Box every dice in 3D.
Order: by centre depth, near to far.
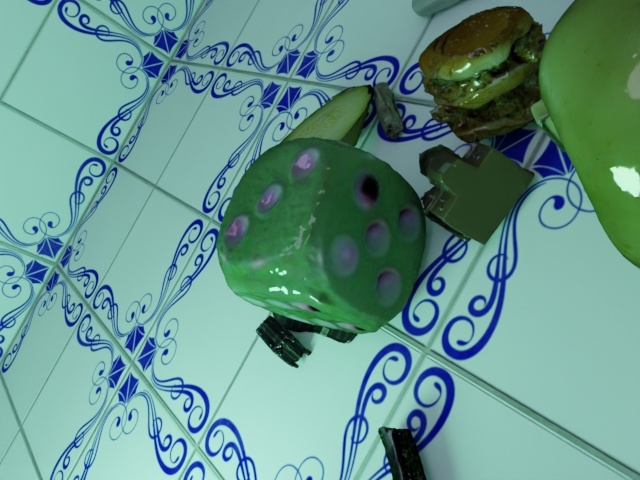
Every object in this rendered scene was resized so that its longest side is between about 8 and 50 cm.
[{"bbox_3d":[0.000,0.000,1.384,0.322,0.318,0.330,1,65,48],"label":"dice"}]

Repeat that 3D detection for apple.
[{"bbox_3d":[0.517,-0.178,0.838,0.474,0.474,0.473,-27,48,35],"label":"apple"}]

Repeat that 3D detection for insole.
[{"bbox_3d":[-0.015,0.174,1.549,0.309,0.012,0.110,15,77,52],"label":"insole"}]

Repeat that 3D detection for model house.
[{"bbox_3d":[0.258,-0.123,1.335,0.180,0.176,0.248,-56,21,4],"label":"model house"}]

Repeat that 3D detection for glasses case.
[{"bbox_3d":[0.324,-0.624,1.645,0.233,0.059,0.092,-12,56,43],"label":"glasses case"}]

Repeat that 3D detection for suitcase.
[{"bbox_3d":[-0.088,0.229,1.535,0.059,0.086,0.126,-46,37,-6],"label":"suitcase"}]

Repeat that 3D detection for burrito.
[{"bbox_3d":[0.165,-0.318,1.639,0.058,0.045,0.188,121,149,-46],"label":"burrito"}]

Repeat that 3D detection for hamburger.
[{"bbox_3d":[0.334,-0.334,1.313,0.261,0.211,0.245,12,56,51],"label":"hamburger"}]

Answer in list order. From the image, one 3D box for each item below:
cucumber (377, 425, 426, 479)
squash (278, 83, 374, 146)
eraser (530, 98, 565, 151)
[{"bbox_3d":[0.155,0.427,1.153,0.067,0.067,0.245,-38,45,26],"label":"cucumber"},{"bbox_3d":[0.023,-0.310,1.699,0.237,0.204,0.154,15,112,49],"label":"squash"},{"bbox_3d":[0.472,-0.243,1.181,0.172,0.117,0.058,-36,44,29],"label":"eraser"}]
